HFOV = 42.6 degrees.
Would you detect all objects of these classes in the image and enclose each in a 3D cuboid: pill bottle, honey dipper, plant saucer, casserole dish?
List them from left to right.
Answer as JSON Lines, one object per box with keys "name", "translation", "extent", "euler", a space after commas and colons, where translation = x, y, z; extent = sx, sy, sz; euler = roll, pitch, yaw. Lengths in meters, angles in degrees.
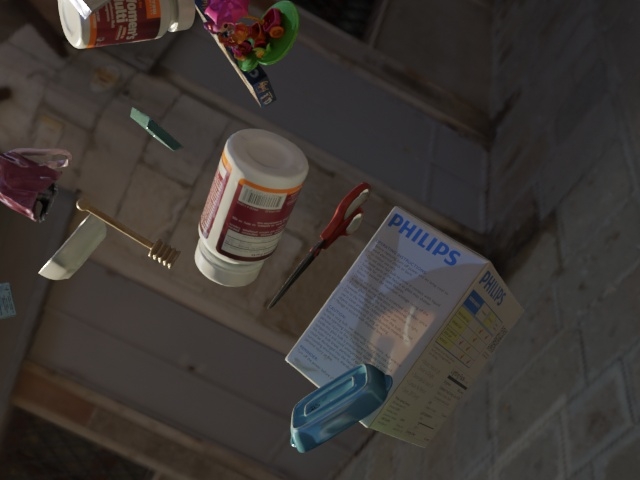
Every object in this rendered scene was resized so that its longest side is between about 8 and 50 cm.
{"name": "honey dipper", "translation": [-0.275, -0.014, 1.171], "extent": [0.030, 0.160, 0.030], "euler": [-56, 6, 10]}
{"name": "pill bottle", "translation": [-0.347, -0.420, 1.484], "extent": [0.221, 0.121, 0.121], "euler": [-17, -20, -31]}
{"name": "plant saucer", "translation": [-0.260, -0.174, 1.284], "extent": [0.018, 0.067, 0.192], "euler": [-50, 24, -4]}
{"name": "pill bottle", "translation": [-0.194, -0.078, 2.182], "extent": [0.224, 0.224, 0.392], "euler": [-73, 7, -54]}
{"name": "casserole dish", "translation": [0.023, 0.249, 1.254], "extent": [0.188, 0.037, 0.114], "euler": [-34, 16, 11]}

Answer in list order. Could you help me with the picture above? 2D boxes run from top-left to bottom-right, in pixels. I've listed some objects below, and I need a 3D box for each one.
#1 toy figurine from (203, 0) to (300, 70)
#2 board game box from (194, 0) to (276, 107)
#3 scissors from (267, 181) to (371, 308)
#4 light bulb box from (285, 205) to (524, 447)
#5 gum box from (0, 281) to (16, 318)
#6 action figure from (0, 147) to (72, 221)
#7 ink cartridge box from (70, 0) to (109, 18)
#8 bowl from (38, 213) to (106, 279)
{"name": "toy figurine", "translation": [-0.154, -0.407, 1.538], "extent": [0.173, 0.159, 0.130], "euler": [-30, 57, 35]}
{"name": "board game box", "translation": [-0.189, -0.421, 1.818], "extent": [0.042, 0.243, 0.165], "euler": [-34, -9, -1]}
{"name": "scissors", "translation": [0.000, 0.000, 1.419], "extent": [0.297, 0.021, 0.109], "euler": [-41, -26, -40]}
{"name": "light bulb box", "translation": [0.180, 0.181, 1.610], "extent": [0.361, 0.225, 0.358], "euler": [-54, -30, -2]}
{"name": "gum box", "translation": [-0.446, 0.085, 0.916], "extent": [0.157, 0.184, 0.041], "euler": [-5, 96, 63]}
{"name": "action figure", "translation": [-0.805, -0.185, 1.962], "extent": [0.248, 0.370, 0.276], "euler": [-29, 37, 60]}
{"name": "ink cartridge box", "translation": [-0.347, -0.474, 1.385], "extent": [0.207, 0.097, 0.046], "euler": [-47, 17, -25]}
{"name": "bowl", "translation": [-0.469, 0.016, 1.581], "extent": [0.142, 0.053, 0.142], "euler": [-30, 23, 56]}
